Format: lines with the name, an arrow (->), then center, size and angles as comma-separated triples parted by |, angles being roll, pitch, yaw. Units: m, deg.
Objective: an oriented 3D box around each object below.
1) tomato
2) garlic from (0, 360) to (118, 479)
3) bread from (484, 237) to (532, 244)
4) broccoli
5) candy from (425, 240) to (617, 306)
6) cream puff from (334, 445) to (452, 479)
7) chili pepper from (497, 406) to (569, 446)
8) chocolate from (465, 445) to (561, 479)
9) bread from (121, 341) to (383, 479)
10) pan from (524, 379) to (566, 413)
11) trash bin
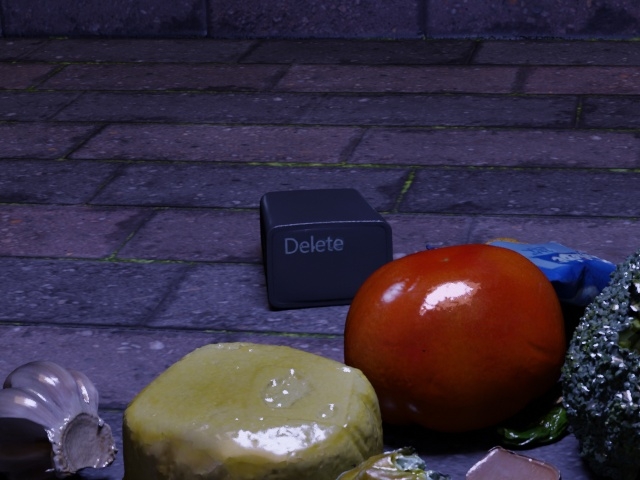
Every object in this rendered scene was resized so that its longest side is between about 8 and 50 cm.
tomato -> 0.146, 0.103, 1.827 | 0.260, 0.180, 0.260 | -10, 18, 3
garlic -> -0.309, 0.193, 1.746 | 0.194, 0.127, 0.131 | -11, 11, 46
bread -> 0.256, 0.026, 2.256 | 0.081, 0.046, 0.083 | 3, 17, -1
broccoli -> 0.426, 0.134, 1.716 | 0.361, 0.221, 0.252 | 2, 23, -21
candy -> 0.294, 0.045, 2.064 | 0.187, 0.077, 0.331 | 14, 5, 39
cream puff -> 0.078, 0.262, 1.463 | 0.121, 0.156, 0.156 | -36, 23, -1
chili pepper -> 0.230, 0.202, 1.776 | 0.091, 0.034, 0.030 | -15, -8, -26
chocolate -> 0.192, 0.244, 1.648 | 0.101, 0.031, 0.064 | 12, 41, 46
bread -> -0.066, 0.207, 1.612 | 0.270, 0.148, 0.270 | -2, 23, 1
pan -> 0.252, 0.182, 1.833 | 0.115, 0.023, 0.068 | -15, 20, -2
trash bin -> 0.000, 0.000, 2.262 | 0.165, 0.115, 0.225 | -4, 17, -6
